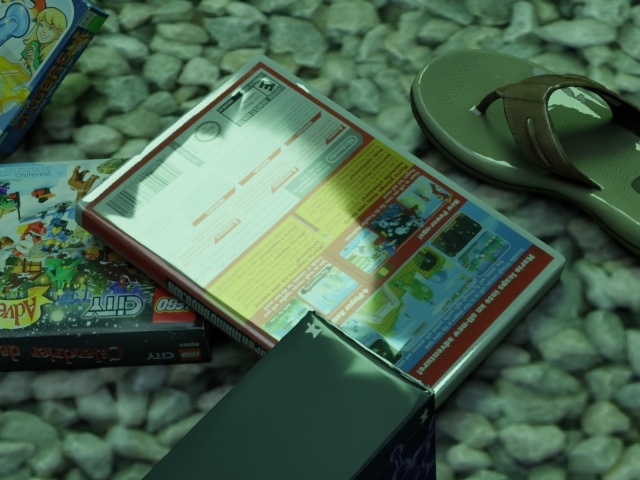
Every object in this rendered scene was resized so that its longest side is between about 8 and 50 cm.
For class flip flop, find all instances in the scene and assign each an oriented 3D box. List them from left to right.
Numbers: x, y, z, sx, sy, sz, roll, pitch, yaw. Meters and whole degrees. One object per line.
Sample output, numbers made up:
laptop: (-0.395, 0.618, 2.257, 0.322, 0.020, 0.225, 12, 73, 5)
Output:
flip flop: (0.189, -0.072, 1.346, 0.277, 0.080, 0.112, 34, 62, 28)

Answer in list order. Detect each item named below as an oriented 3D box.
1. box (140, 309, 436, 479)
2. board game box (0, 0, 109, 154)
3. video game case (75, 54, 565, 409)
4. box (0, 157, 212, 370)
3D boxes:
box: (-0.048, 0.197, 1.095, 0.103, 0.184, 0.261, 31, 62, 27)
board game box: (-0.279, -0.180, 1.445, 0.201, 0.035, 0.136, 38, 97, 17)
video game case: (0.000, 0.000, 1.307, 0.285, 0.025, 0.204, 35, 56, 19)
box: (-0.191, 0.016, 1.341, 0.233, 0.044, 0.159, -3, 52, 4)
